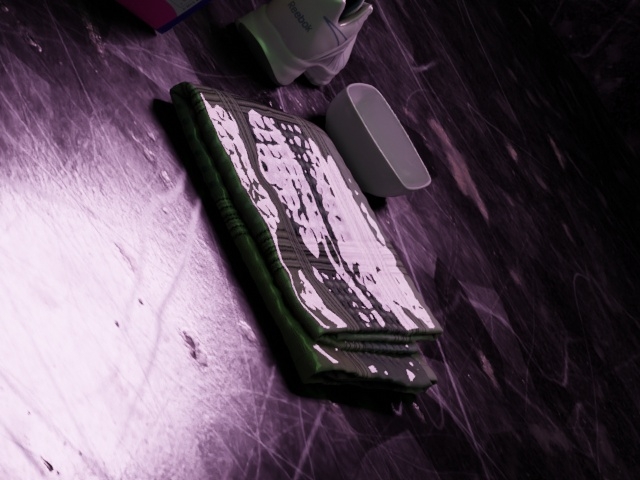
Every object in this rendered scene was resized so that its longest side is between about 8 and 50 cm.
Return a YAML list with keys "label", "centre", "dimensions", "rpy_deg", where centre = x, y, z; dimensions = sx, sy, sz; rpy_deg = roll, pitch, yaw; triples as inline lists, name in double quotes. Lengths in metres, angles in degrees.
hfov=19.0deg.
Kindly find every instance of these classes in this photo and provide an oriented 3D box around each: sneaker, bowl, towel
- label: "sneaker"
  centre: [0.008, -0.245, 2.159]
  dimensions: [0.111, 0.129, 0.297]
  rpy_deg: [55, 16, -3]
- label: "bowl"
  centre: [0.059, -0.108, 2.191]
  dimensions: [0.142, 0.053, 0.142]
  rpy_deg: [60, 17, 4]
- label: "towel"
  centre: [0.000, 0.000, 1.848]
  dimensions: [0.324, 0.056, 0.312]
  rpy_deg: [64, 18, 16]

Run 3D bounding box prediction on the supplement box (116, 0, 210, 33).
- label: "supplement box"
  centre: [-0.182, -0.303, 1.772]
  dimensions: [0.220, 0.111, 0.114]
  rpy_deg: [33, 30, -54]
